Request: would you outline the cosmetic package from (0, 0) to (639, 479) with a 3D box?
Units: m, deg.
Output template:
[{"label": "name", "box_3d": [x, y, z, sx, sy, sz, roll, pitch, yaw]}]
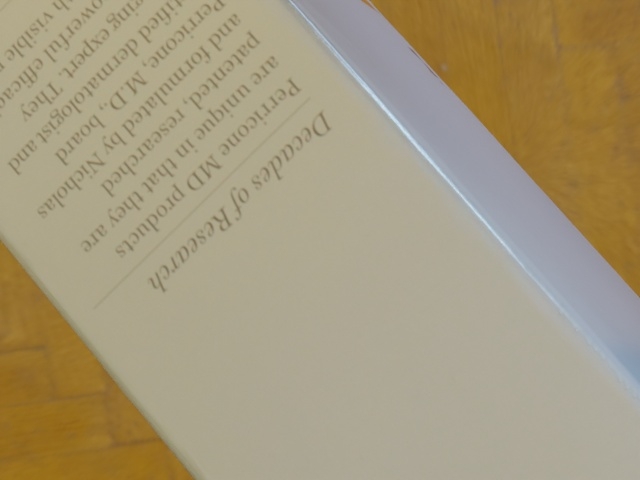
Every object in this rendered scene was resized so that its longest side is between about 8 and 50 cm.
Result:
[{"label": "cosmetic package", "box_3d": [0.000, 0.000, 0.753, 0.161, 0.230, 0.453, -43, 78, 12]}]
